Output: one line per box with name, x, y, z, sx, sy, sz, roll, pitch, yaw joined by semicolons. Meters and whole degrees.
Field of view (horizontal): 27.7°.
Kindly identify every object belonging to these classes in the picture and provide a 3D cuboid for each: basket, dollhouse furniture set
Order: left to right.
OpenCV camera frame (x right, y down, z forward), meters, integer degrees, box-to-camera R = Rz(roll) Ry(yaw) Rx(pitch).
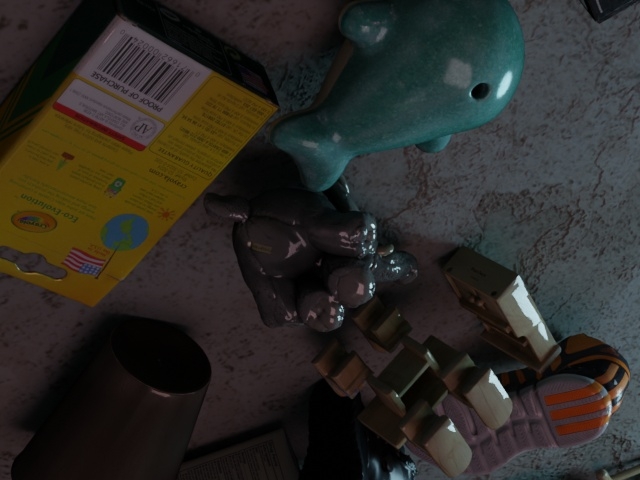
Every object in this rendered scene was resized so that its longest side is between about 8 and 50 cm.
basket;-0.233;0.217;1.539;0.204;0.154;0.227;13;122;-27
dollhouse furniture set;0.157;0.156;1.579;0.242;0.212;0.161;-47;134;-12

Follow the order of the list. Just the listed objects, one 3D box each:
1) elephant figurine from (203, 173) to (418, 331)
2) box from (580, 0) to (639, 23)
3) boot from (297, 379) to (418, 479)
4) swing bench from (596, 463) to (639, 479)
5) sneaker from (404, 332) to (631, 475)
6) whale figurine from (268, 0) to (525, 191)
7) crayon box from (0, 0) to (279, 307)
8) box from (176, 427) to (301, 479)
elephant figurine;0.000;0.000;1.427;0.169;0.239;0.186;-7;104;15
box;0.293;-0.326;1.261;0.147;0.078;0.180;-29;135;8
boot;0.054;0.324;1.678;0.094;0.247;0.207;-16;135;21
swing bench;0.546;0.492;1.994;0.165;0.253;0.255;-19;136;-8
sneaker;0.268;0.216;1.730;0.321;0.180;0.125;-12;101;34
whale figurine;0.084;-0.147;1.285;0.272;0.141;0.216;-39;135;-2
crayon box;-0.221;-0.087;1.298;0.202;0.081;0.318;27;118;-38
box;-0.126;0.370;1.709;0.232;0.149;0.127;-18;143;-2
